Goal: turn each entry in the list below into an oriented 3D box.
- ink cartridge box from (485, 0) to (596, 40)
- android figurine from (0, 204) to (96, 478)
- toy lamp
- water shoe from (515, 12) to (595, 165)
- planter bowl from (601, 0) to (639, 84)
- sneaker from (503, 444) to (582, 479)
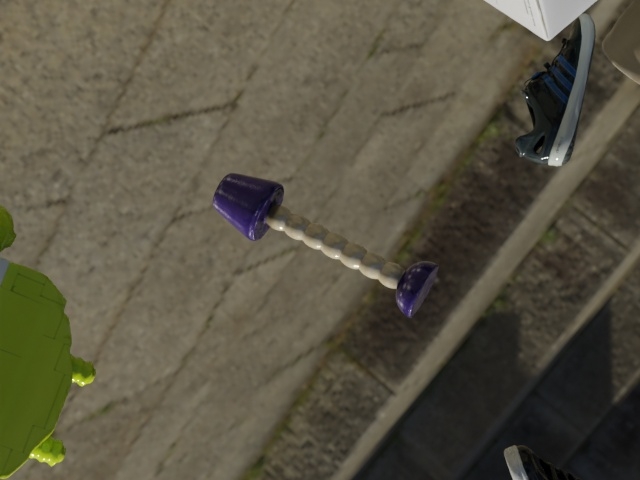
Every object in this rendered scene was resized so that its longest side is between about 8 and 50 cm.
[{"bbox_3d":[0.235,-0.410,1.491,0.223,0.307,0.129,-41,143,-8],"label":"ink cartridge box"},{"bbox_3d":[-0.289,0.075,0.868,0.056,0.273,0.248,-13,-123,60],"label":"android figurine"},{"bbox_3d":[0.000,0.000,1.467,0.080,0.275,0.080,-56,164,-24],"label":"toy lamp"},{"bbox_3d":[0.296,-0.197,1.581,0.073,0.080,0.203,57,46,-75],"label":"water shoe"},{"bbox_3d":[0.400,-0.224,1.346,0.162,0.162,0.109,-29,148,-54],"label":"planter bowl"},{"bbox_3d":[0.302,0.288,1.420,0.121,0.217,0.079,-28,-149,12],"label":"sneaker"}]
